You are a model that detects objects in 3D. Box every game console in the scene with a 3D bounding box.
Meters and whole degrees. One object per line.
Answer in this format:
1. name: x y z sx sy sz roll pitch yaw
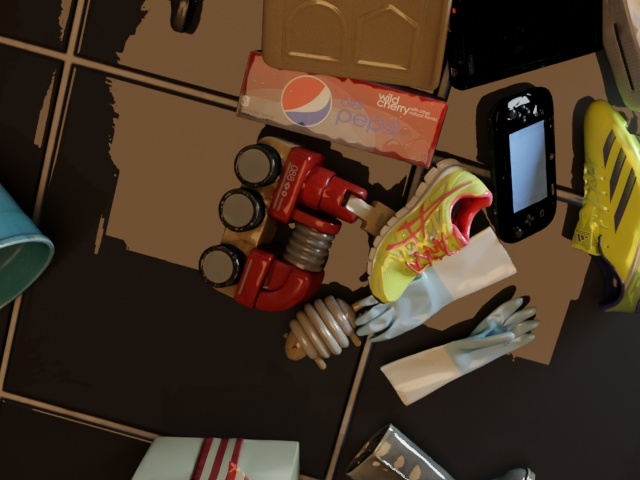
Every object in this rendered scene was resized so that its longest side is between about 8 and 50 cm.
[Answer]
1. game console: 0.266 -0.173 1.247 0.213 0.044 0.361 -19 118 -20

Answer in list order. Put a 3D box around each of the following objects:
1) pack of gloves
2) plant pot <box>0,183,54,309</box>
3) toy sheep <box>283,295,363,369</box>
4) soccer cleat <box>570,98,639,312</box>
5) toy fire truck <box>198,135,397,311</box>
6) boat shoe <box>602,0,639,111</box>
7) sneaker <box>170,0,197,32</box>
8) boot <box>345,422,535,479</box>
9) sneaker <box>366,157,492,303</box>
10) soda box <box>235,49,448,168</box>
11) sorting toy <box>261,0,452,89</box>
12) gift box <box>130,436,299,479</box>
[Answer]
1. pack of gloves: 0.174 0.117 1.327 0.232 0.046 0.195 -30 118 10
2. plant pot: -0.533 -0.021 1.283 0.272 0.272 0.255 -38 81 10
3. toy sheep: 0.007 0.120 1.353 0.132 0.091 0.091 -36 97 -4
4. soccer cleat: 0.380 -0.038 1.292 0.121 0.093 0.289 -16 100 9
5. toy fire truck: 0.000 0.000 1.301 0.246 0.158 0.217 24 102 15
6. boat shoe: 0.405 -0.331 1.233 0.119 0.121 0.335 -18 101 -13
7. sneaker: -0.199 -0.364 1.289 0.089 0.051 0.170 14 97 1
8. boot: 0.170 0.331 1.396 0.208 0.076 0.189 45 98 2
9. sneaker: 0.139 -0.003 1.247 0.094 0.081 0.208 34 91 39
10. soda box: 0.029 -0.175 1.292 0.263 0.083 0.092 15 103 0
11. sorting toy: 0.047 -0.334 1.145 0.229 0.041 0.307 11 123 9
12. gift box: -0.156 0.398 1.328 0.255 0.258 0.276 -4 102 4
